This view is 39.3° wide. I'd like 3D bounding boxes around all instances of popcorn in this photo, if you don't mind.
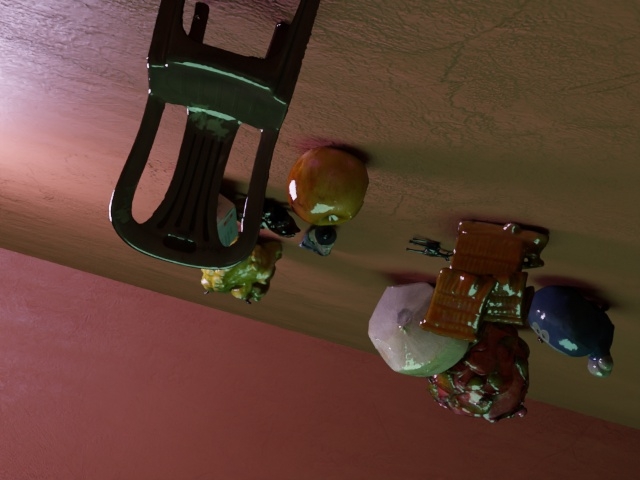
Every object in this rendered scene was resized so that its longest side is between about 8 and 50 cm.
[{"bbox_3d":[-0.201,0.068,2.261,0.189,0.169,0.218,15,170,-3],"label":"popcorn"}]

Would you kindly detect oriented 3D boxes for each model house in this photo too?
[{"bbox_3d":[0.315,0.089,1.724,0.199,0.229,0.219,15,169,22],"label":"model house"}]

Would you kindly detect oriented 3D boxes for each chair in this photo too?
[{"bbox_3d":[-0.120,-0.145,0.998,0.176,0.326,0.183,14,167,-6],"label":"chair"}]

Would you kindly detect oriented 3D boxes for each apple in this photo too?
[{"bbox_3d":[0.010,-0.086,1.517,0.146,0.146,0.146,13,166,3],"label":"apple"}]

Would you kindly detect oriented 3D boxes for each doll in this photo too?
[{"bbox_3d":[0.562,0.196,2.013,0.258,0.154,0.228,13,-151,-48],"label":"doll"}]

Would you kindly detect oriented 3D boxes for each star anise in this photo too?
[{"bbox_3d":[-0.123,-0.055,1.937,0.168,0.057,0.168,23,166,6],"label":"star anise"}]

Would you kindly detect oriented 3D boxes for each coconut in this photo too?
[{"bbox_3d":[0.245,0.222,2.291,0.245,0.245,0.247,6,164,30],"label":"coconut"}]

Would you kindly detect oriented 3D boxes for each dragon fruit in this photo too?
[{"bbox_3d":[0.442,0.308,2.472,0.314,0.296,0.263,9,132,31],"label":"dragon fruit"}]

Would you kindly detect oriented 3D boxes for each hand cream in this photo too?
[{"bbox_3d":[0.001,0.000,2.072,0.075,0.052,0.248,37,171,0],"label":"hand cream"}]

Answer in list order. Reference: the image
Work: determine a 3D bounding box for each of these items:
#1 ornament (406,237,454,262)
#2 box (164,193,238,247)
[{"bbox_3d":[0.251,0.024,1.933,0.125,0.028,0.073,18,166,-7],"label":"ornament"},{"bbox_3d":[-0.250,-0.051,1.939,0.135,0.079,0.269,36,167,5],"label":"box"}]
